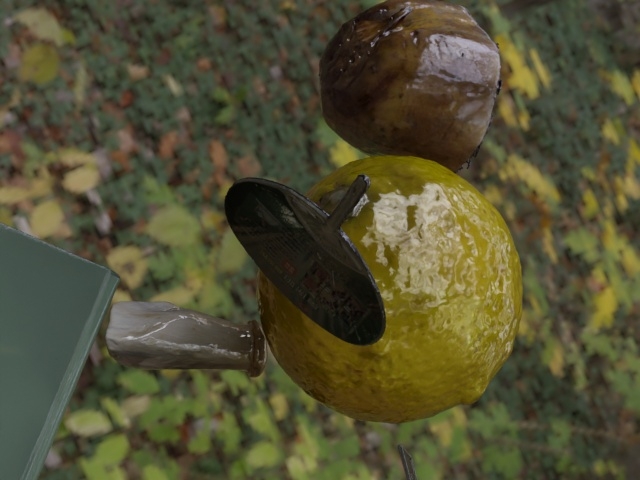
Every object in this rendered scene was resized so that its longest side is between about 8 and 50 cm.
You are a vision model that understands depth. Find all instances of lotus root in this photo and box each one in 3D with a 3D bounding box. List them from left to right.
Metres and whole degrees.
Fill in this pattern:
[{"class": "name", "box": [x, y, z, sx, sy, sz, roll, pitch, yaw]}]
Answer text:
[{"class": "lotus root", "box": [0.110, -0.224, 2.003, 0.192, 0.272, 0.272, 17, 32, -27]}]

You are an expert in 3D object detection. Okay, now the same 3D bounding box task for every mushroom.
[{"class": "mushroom", "box": [-0.193, 0.138, 1.996, 0.108, 0.247, 0.096, -36, -131, 55]}]

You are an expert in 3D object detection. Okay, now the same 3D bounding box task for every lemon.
[{"class": "lemon", "box": [0.088, 0.057, 1.862, 0.387, 0.350, 0.350, 68, 2, -46]}]

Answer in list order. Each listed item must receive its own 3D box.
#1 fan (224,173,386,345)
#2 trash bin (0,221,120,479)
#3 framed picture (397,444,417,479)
[{"class": "fan", "box": [0.010, 0.026, 1.480, 0.294, 0.012, 0.223, 1, -53, 55]}, {"class": "trash bin", "box": [-0.424, 0.164, 1.797, 0.223, 0.343, 0.158, 24, -14, -27]}, {"class": "framed picture", "box": [0.127, 0.332, 1.984, 0.066, 0.006, 0.089, 56, 17, -62]}]
